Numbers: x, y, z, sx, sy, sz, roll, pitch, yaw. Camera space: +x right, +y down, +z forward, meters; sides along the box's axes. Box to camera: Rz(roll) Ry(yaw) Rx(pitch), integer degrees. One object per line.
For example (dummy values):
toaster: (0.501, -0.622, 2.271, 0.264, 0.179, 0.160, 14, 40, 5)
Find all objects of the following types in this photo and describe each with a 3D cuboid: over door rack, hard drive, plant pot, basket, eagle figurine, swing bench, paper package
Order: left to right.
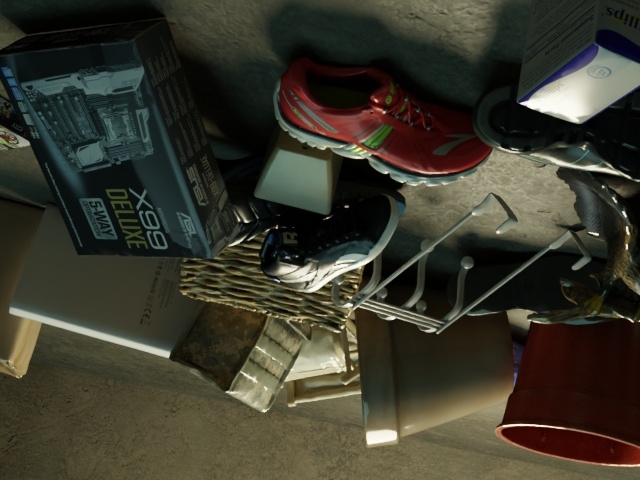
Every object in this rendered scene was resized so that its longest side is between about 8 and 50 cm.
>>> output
paper package: (-0.708, 0.080, 1.944, 0.310, 0.324, 0.168, 14, 160, -4)
hard drive: (-0.397, 0.084, 1.882, 0.353, 0.232, 0.047, 18, 150, -11)
basket: (-0.066, -0.018, 1.605, 0.299, 0.223, 0.213, 13, 127, 1)
plant pot: (-0.022, -0.116, 1.307, 0.109, 0.109, 0.096, 15, 147, -2)
swing bench: (-0.014, 0.266, 2.142, 0.253, 0.165, 0.255, -13, 163, 21)
plant pot: (0.210, 0.219, 1.807, 0.281, 0.323, 0.323, -4, 158, 3)
over door rack: (0.206, 0.028, 1.456, 0.324, 0.108, 0.240, -30, 148, 34)
plant pot: (0.459, 0.229, 1.672, 0.273, 0.265, 0.272, 11, 160, 4)
eagle figurine: (0.421, 0.002, 1.246, 0.225, 0.226, 0.298, 42, 147, 35)

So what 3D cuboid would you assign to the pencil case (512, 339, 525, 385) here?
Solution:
pencil case: (0.407, 0.268, 2.016, 0.306, 0.119, 0.133, 22, -179, -25)

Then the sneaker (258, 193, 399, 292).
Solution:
sneaker: (0.000, 0.000, 1.342, 0.121, 0.079, 0.217, 18, 135, -40)

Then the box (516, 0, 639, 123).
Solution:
box: (0.246, -0.194, 0.861, 0.072, 0.137, 0.126, 18, 160, -14)

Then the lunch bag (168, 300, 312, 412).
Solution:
lunch bag: (-0.121, 0.160, 1.841, 0.169, 0.287, 0.235, 26, 168, 21)

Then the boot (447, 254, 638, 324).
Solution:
boot: (0.374, 0.074, 1.603, 0.306, 0.112, 0.115, 2, -174, 21)

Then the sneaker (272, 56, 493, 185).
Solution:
sneaker: (0.080, -0.148, 1.153, 0.279, 0.107, 0.118, 12, 151, -4)

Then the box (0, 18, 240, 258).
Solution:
box: (-0.262, -0.123, 1.255, 0.243, 0.076, 0.307, 2, 123, 30)

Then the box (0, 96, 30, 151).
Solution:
box: (-0.575, -0.211, 1.487, 0.159, 0.044, 0.233, -6, 152, 42)

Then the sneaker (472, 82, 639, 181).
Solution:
sneaker: (0.304, -0.129, 1.104, 0.268, 0.101, 0.106, 13, -178, 0)

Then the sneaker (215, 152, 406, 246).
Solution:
sneaker: (-0.037, -0.076, 1.416, 0.341, 0.139, 0.125, 2, 139, -21)
